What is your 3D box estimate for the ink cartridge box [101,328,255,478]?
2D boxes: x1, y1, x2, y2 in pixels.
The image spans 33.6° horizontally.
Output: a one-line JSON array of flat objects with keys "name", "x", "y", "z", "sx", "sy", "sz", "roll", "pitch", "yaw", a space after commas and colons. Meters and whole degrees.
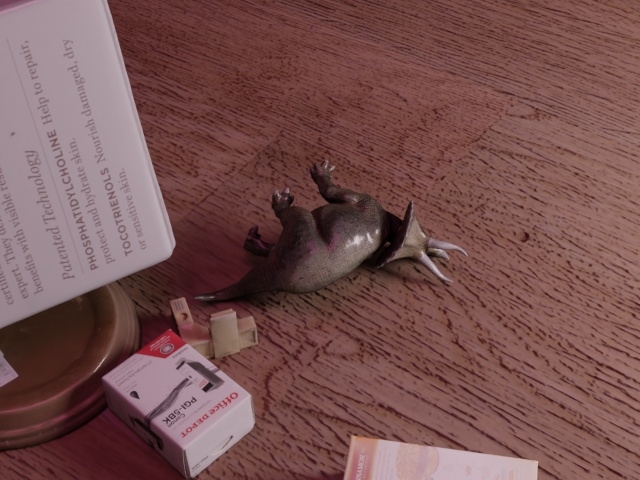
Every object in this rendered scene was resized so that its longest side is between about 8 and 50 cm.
[{"name": "ink cartridge box", "x": -0.150, "y": 0.171, "z": 1.126, "sx": 0.135, "sy": 0.056, "sz": 0.099, "roll": 33, "pitch": 54, "yaw": 30}]

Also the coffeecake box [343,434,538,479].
[{"name": "coffeecake box", "x": 0.109, "y": 0.274, "z": 1.012, "sx": 0.186, "sy": 0.068, "sz": 0.142, "roll": 7, "pitch": 46, "yaw": 8}]

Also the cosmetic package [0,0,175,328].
[{"name": "cosmetic package", "x": -0.430, "y": -0.102, "z": 1.161, "sx": 0.394, "sy": 0.327, "sz": 0.329, "roll": -24, "pitch": 32, "yaw": -21}]

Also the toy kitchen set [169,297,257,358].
[{"name": "toy kitchen set", "x": -0.123, "y": 0.084, "z": 1.204, "sx": 0.083, "sy": 0.068, "sz": 0.075, "roll": -15, "pitch": 47, "yaw": -14}]

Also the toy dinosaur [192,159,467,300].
[{"name": "toy dinosaur", "x": 0.000, "y": 0.000, "z": 1.251, "sx": 0.314, "sy": 0.121, "sz": 0.160, "roll": -17, "pitch": 34, "yaw": -21}]

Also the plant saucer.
[{"name": "plant saucer", "x": -0.344, "y": 0.112, "z": 1.202, "sx": 0.278, "sy": 0.041, "sz": 0.278, "roll": 0, "pitch": 46, "yaw": 0}]
